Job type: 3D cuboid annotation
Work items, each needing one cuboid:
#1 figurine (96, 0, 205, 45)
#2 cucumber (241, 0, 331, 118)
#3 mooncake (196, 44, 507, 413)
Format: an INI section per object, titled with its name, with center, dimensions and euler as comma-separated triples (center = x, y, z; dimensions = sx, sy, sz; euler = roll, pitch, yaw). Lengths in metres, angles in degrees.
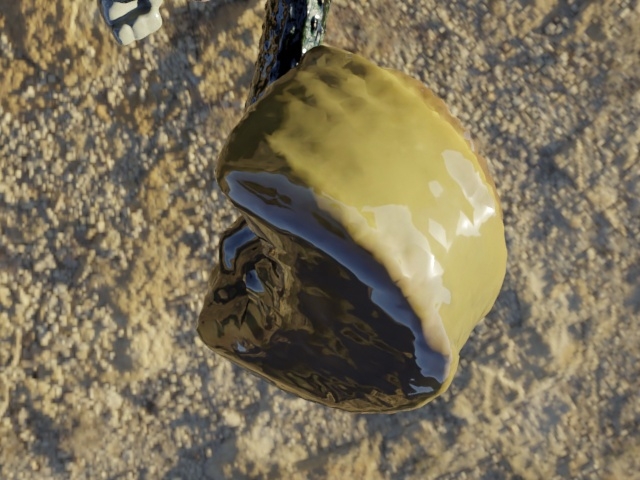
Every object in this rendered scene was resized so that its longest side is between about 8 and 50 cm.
[figurine]
center = -0.135, -0.332, 0.861
dimensions = 0.285, 0.167, 0.342
euler = 20, 150, -32
[cucumber]
center = -0.038, -0.204, 1.055
dimensions = 0.081, 0.072, 0.303
euler = 7, 111, -6
[mooncake]
center = 0.000, 0.000, 1.052
dimensions = 0.246, 0.394, 0.393
euler = -52, 122, -32
